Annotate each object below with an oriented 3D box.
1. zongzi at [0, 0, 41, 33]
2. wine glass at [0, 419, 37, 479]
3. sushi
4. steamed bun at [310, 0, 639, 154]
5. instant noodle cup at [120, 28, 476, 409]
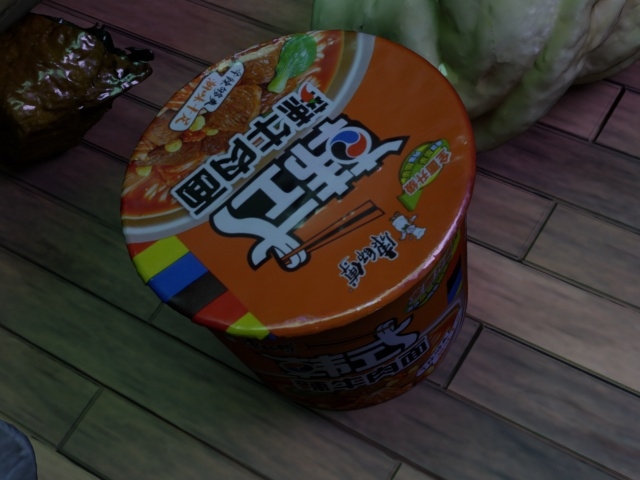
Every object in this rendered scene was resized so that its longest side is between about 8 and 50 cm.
[{"bbox_3d":[-0.376,-0.287,1.017,0.467,0.218,0.500,-47,31,-12],"label":"zongzi"},{"bbox_3d":[-0.145,0.292,0.691,0.406,0.267,0.267,35,73,34],"label":"wine glass"},{"bbox_3d":[-0.274,-0.146,1.050,0.287,0.149,0.140,16,58,41],"label":"sushi"},{"bbox_3d":[0.170,-0.236,0.932,0.325,0.230,0.372,4,62,53],"label":"steamed bun"},{"bbox_3d":[0.000,0.000,0.855,0.250,0.192,0.250,-6,58,10],"label":"instant noodle cup"}]
